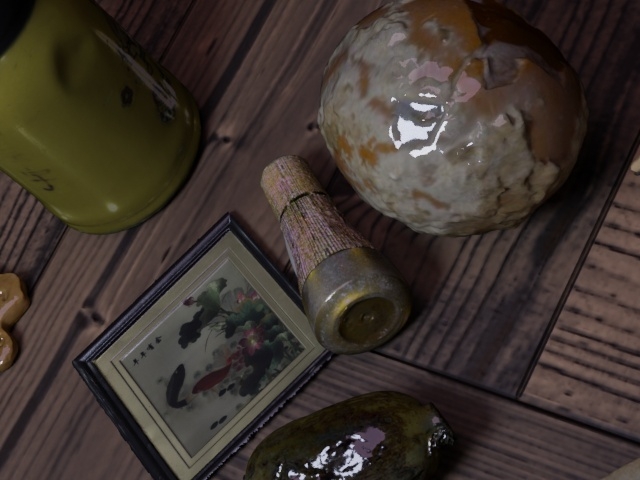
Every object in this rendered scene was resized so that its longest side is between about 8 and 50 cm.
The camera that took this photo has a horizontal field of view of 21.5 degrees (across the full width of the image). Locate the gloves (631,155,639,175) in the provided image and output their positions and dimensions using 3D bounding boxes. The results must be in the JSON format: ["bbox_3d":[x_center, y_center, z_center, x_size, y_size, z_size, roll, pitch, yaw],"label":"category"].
[{"bbox_3d":[0.299,-0.053,1.222,0.144,0.094,0.110,-15,68,13],"label":"gloves"}]

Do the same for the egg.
[{"bbox_3d":[0.096,-0.100,1.301,0.195,0.195,0.233,-48,38,-2],"label":"egg"}]

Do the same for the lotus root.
[{"bbox_3d":[0.018,0.164,1.263,0.179,0.080,0.089,-20,55,21],"label":"lotus root"}]

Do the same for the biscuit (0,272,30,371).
[{"bbox_3d":[-0.339,0.102,1.541,0.133,0.027,0.184,31,81,37],"label":"biscuit"}]

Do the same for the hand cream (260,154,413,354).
[{"bbox_3d":[0.000,0.000,1.374,0.084,0.084,0.203,-37,46,7],"label":"hand cream"}]

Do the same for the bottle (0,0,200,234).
[{"bbox_3d":[-0.256,-0.156,1.431,0.171,0.351,0.171,-14,57,22],"label":"bottle"}]

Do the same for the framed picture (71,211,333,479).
[{"bbox_3d":[-0.099,0.096,1.415,0.195,0.010,0.199,-44,50,1],"label":"framed picture"}]

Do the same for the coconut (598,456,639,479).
[{"bbox_3d":[0.241,0.257,0.925,0.329,0.329,0.328,-14,57,23],"label":"coconut"}]
